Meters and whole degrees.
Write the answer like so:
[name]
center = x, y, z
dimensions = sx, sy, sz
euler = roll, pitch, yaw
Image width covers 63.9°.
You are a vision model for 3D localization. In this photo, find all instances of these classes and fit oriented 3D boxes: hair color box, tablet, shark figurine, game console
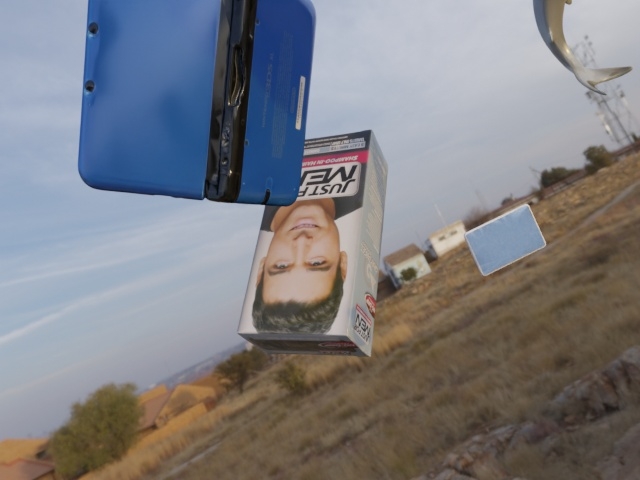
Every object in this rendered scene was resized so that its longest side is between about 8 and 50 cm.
[hair color box]
center = 0.000, 0.000, 0.875
dimensions = 0.185, 0.374, 0.113
euler = -4, -30, 23
[tablet]
center = 0.208, -0.001, 0.579
dimensions = 0.083, 0.054, 0.006
euler = -25, 2, -4
[shark figurine]
center = 0.295, -0.316, 0.624
dimensions = 0.166, 0.278, 0.116
euler = 9, 13, 33
[game console]
center = -0.145, -0.200, 0.669
dimensions = 0.173, 0.293, 0.250
euler = 9, 6, 27
